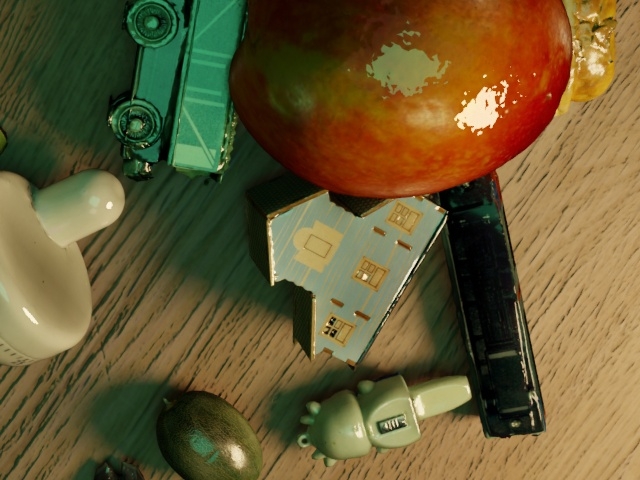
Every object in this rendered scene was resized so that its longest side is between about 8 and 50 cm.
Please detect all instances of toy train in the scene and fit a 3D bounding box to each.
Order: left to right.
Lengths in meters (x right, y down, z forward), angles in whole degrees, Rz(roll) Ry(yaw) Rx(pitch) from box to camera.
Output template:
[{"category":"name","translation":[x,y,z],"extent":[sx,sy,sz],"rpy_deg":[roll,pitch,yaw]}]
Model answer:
[{"category":"toy train","translation":[-0.172,-0.201,1.455],"extent":[0.154,0.115,0.269],"rpy_deg":[8,97,-14]},{"category":"toy train","translation":[0.223,0.066,1.603],"extent":[0.086,0.089,0.409],"rpy_deg":[-10,106,15]}]

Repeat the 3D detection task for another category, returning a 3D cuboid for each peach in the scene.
[{"category":"peach","translation":[0.089,-0.224,1.336],"extent":[0.388,0.388,0.388],"rpy_deg":[-3,104,-10]}]

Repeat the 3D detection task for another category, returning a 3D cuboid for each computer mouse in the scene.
[{"category":"computer mouse","translation":[-0.265,0.358,1.604],"extent":[0.079,0.047,0.135],"rpy_deg":[-7,94,-3]}]

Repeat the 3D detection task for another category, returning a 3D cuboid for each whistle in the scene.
[{"category":"whistle","translation":[0.083,0.232,1.616],"extent":[0.244,0.092,0.110],"rpy_deg":[-19,105,-4]}]

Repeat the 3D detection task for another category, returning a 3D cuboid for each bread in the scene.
[{"category":"bread","translation":[0.294,-0.268,1.478],"extent":[0.120,0.198,0.236],"rpy_deg":[-1,105,5]}]

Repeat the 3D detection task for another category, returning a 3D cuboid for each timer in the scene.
[{"category":"timer","translation":[-0.343,0.023,1.406],"extent":[0.240,0.233,0.233],"rpy_deg":[-24,108,13]}]

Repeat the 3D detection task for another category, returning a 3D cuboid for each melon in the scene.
[{"category":"melon","translation":[-0.148,0.263,1.567],"extent":[0.114,0.114,0.167],"rpy_deg":[-42,107,1]}]

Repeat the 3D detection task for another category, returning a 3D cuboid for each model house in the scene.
[{"category":"model house","translation":[0.000,0.000,1.496],"extent":[0.206,0.178,0.271],"rpy_deg":[27,100,-22]}]

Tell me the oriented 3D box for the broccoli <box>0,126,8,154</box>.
[{"category":"broccoli","translation":[-0.475,-0.173,1.362],"extent":[0.242,0.180,0.273],"rpy_deg":[-43,108,0]}]
